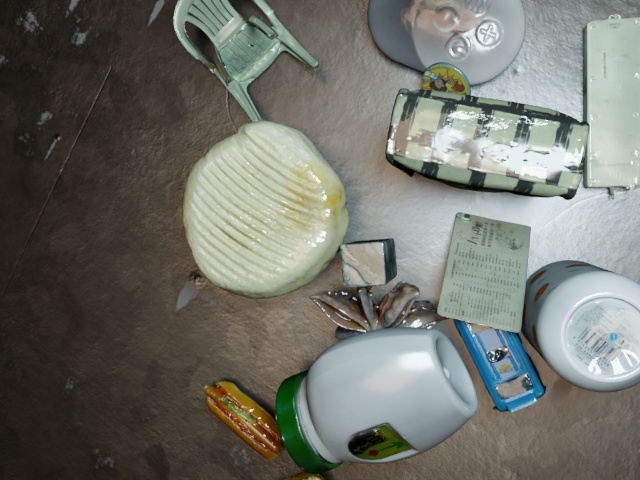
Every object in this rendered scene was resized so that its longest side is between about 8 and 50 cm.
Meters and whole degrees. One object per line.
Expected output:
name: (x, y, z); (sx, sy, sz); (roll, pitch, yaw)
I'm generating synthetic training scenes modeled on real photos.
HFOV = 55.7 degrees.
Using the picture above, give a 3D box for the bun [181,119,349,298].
bun: (-0.115, -0.059, 1.284); (0.365, 0.219, 0.365); (1, 93, 13)

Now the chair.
chair: (-0.175, -0.431, 1.312); (0.203, 0.190, 0.274); (-44, 54, 9)

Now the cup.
cup: (0.486, 0.151, 1.113); (0.212, 0.317, 0.212); (0, 92, 12)

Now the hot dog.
hot dog: (-0.176, 0.406, 1.387); (0.236, 0.062, 0.092); (35, 101, 10)

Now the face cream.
face cream: (0.110, 0.319, 1.221); (0.357, 0.219, 0.312); (-26, 128, 23)

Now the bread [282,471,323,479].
bread: (-0.047, 0.585, 1.363); (0.187, 0.065, 0.103); (-26, 84, 13)

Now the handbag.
handbag: (0.301, -0.168, 1.141); (0.325, 0.327, 0.162); (13, 92, 11)

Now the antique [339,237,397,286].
antique: (0.105, 0.043, 1.258); (0.088, 0.183, 0.086); (-4, 92, 15)

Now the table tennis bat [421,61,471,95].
table tennis bat: (0.273, -0.302, 1.268); (0.100, 0.019, 0.155); (-17, 118, 43)

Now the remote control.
remote control: (0.257, -0.455, 1.256); (0.332, 0.103, 0.221); (25, 103, 12)

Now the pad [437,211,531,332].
pad: (0.334, 0.054, 1.216); (0.159, 0.009, 0.265); (12, 55, 10)

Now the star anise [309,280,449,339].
star anise: (0.133, 0.153, 1.282); (0.257, 0.110, 0.198); (-14, 131, 22)

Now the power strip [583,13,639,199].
power strip: (0.588, -0.266, 1.222); (0.106, 0.043, 0.367); (0, 91, 12)

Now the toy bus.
toy bus: (0.360, 0.225, 1.234); (0.113, 0.134, 0.246); (-26, 85, 11)
